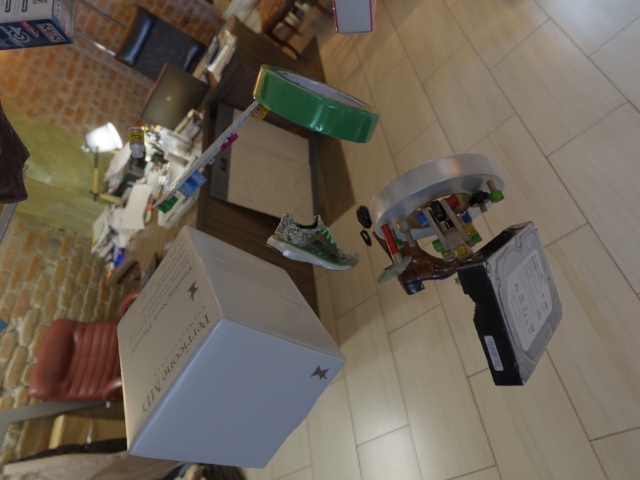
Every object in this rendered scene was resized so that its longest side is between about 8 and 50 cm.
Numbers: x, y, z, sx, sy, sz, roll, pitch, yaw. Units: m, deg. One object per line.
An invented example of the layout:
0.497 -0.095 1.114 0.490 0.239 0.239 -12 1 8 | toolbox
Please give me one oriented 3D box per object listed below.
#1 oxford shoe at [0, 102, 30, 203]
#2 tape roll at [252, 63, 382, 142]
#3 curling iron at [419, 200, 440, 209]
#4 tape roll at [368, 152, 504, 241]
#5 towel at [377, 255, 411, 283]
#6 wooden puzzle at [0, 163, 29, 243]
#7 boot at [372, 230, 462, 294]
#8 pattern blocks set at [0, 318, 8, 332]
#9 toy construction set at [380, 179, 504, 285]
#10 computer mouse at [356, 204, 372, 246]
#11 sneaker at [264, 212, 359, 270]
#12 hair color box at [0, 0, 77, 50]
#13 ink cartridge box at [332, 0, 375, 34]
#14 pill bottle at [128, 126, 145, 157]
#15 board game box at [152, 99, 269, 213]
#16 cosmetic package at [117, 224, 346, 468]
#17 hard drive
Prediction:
-0.675 -0.208 0.925 0.097 0.098 0.271 -4 90 34 | oxford shoe
-0.007 -0.345 1.114 0.321 0.322 0.077 55 130 51 | tape roll
0.362 -0.127 1.602 0.068 0.035 0.274 -20 9 -4 | curling iron
0.337 -0.112 1.300 0.392 0.392 0.071 -35 60 37 | tape roll
0.249 0.102 1.503 0.027 0.110 0.148 59 163 16 | towel
-0.874 -0.092 1.221 0.220 0.044 0.239 -61 37 9 | wooden puzzle
0.364 0.022 1.623 0.264 0.280 0.096 -27 6 8 | boot
-0.612 0.019 0.628 0.286 0.324 0.026 14 52 18 | pattern blocks set
0.348 0.026 1.216 0.309 0.257 0.237 -17 72 -2 | toy construction set
0.175 -0.054 1.645 0.041 0.242 0.071 -39 60 -14 | computer mouse
0.000 0.000 1.700 0.158 0.411 0.181 33 106 56 | sneaker
-0.848 -0.611 1.180 0.105 0.348 0.173 76 -170 -76 | hair color box
0.107 -0.795 1.326 0.117 0.207 0.282 1 58 11 | ink cartridge box
-0.538 -0.287 1.298 0.043 0.044 0.083 -21 73 45 | pill bottle
-0.338 -0.253 1.362 0.389 0.050 0.390 -54 20 -22 | board game box
-0.221 0.232 1.011 0.329 0.328 0.393 -54 36 8 | cosmetic package
0.401 0.109 0.902 0.064 0.339 0.236 -17 93 41 | hard drive
